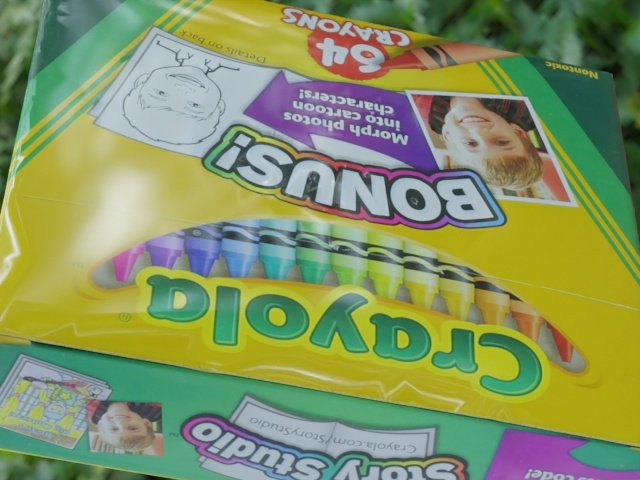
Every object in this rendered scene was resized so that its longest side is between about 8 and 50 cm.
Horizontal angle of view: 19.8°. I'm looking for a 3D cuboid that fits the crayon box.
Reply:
[{"bbox_3d":[0.000,0.000,1.056,0.313,0.363,0.106,-90,13,-47],"label":"crayon box"}]
